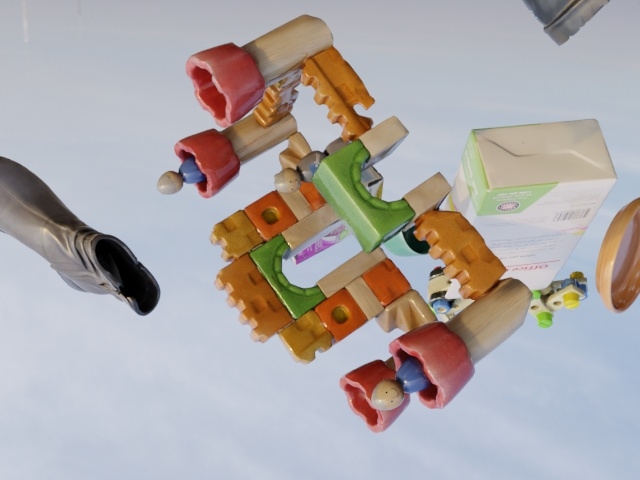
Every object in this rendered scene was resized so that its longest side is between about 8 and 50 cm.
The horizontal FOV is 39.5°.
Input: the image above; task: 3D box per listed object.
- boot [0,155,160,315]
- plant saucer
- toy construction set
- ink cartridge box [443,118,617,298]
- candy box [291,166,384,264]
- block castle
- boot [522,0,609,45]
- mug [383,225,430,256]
[{"bbox_3d":[-0.413,-0.014,1.465,0.223,0.118,0.338,12,154,48],"label":"boot"},{"bbox_3d":[0.499,0.020,1.451,0.037,0.200,0.200,19,-156,36],"label":"plant saucer"},{"bbox_3d":[0.330,0.121,1.705,0.215,0.328,0.151,35,-151,-35],"label":"toy construction set"},{"bbox_3d":[0.314,-0.039,1.451,0.207,0.353,0.119,-5,-120,-8],"label":"ink cartridge box"},{"bbox_3d":[0.024,-0.061,1.975,0.233,0.159,0.071,-29,-121,-19],"label":"candy box"},{"bbox_3d":[0.000,0.000,1.044,0.213,0.453,0.303,-33,172,-21],"label":"block castle"},{"bbox_3d":[0.344,-0.580,1.349,0.445,0.367,0.146,45,-163,-4],"label":"boot"},{"bbox_3d":[0.206,-0.020,2.046,0.158,0.129,0.097,31,156,-33],"label":"mug"}]
